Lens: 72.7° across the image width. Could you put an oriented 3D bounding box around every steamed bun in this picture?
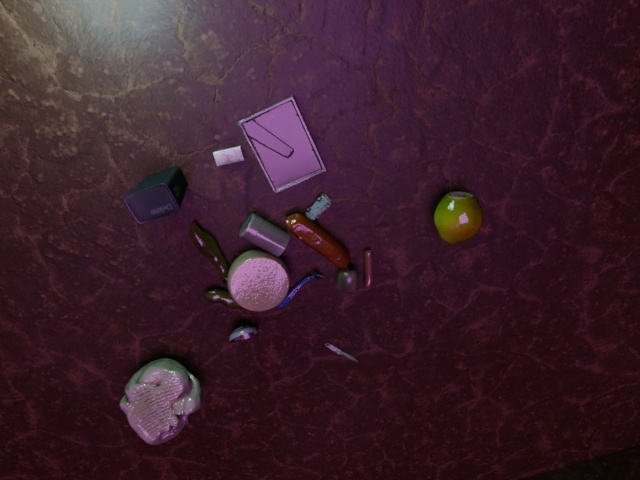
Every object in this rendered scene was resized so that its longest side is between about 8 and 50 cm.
[{"bbox_3d":[-0.724,0.731,2.039,0.339,0.247,0.352,-36,91,1],"label":"steamed bun"}]

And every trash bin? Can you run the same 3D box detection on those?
[{"bbox_3d":[-0.586,-0.173,1.589,0.165,0.226,0.115,-19,117,5],"label":"trash bin"}]

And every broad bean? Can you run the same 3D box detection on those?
[{"bbox_3d":[-0.357,0.262,1.930,0.317,0.056,0.098,5,115,-12],"label":"broad bean"},{"bbox_3d":[-0.448,0.063,1.811,0.075,0.067,0.325,-18,116,14],"label":"broad bean"}]

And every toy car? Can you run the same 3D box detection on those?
[{"bbox_3d":[-0.009,-0.133,1.766,0.059,0.035,0.122,36,118,-20],"label":"toy car"}]

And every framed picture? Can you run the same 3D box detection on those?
[{"bbox_3d":[-0.141,-0.354,1.649,0.231,0.024,0.315,-23,118,7],"label":"framed picture"}]

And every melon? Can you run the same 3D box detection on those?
[{"bbox_3d":[0.120,0.171,1.897,0.097,0.098,0.131,0,119,-5],"label":"melon"}]

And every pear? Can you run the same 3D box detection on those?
[{"bbox_3d":[0.555,-0.086,1.755,0.187,0.187,0.220,-4,111,-3],"label":"pear"}]

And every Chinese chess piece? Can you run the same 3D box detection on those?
[{"bbox_3d":[-0.259,0.167,1.836,0.273,0.102,0.274,-4,109,-11],"label":"Chinese chess piece"}]

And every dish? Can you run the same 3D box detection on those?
[{"bbox_3d":[-0.359,0.407,1.993,0.141,0.078,0.141,-19,161,-7],"label":"dish"}]

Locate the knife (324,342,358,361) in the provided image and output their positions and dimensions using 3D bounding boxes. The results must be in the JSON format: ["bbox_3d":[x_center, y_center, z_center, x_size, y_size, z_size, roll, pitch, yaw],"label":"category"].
[{"bbox_3d":[0.103,0.553,2.140,0.207,0.014,0.030,33,110,-18],"label":"knife"}]

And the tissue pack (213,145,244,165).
[{"bbox_3d":[-0.346,-0.320,1.647,0.108,0.023,0.056,-13,117,3],"label":"tissue pack"}]

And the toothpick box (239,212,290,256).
[{"bbox_3d":[-0.226,-0.022,1.762,0.180,0.111,0.111,30,111,-19],"label":"toothpick box"}]

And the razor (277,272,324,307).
[{"bbox_3d":[-0.100,0.217,1.936,0.253,0.042,0.082,-40,154,16],"label":"razor"}]

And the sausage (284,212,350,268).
[{"bbox_3d":[0.000,0.000,1.799,0.348,0.097,0.094,35,117,-21],"label":"sausage"}]

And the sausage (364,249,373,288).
[{"bbox_3d":[0.212,0.125,1.911,0.043,0.043,0.187,-4,116,-3],"label":"sausage"}]
